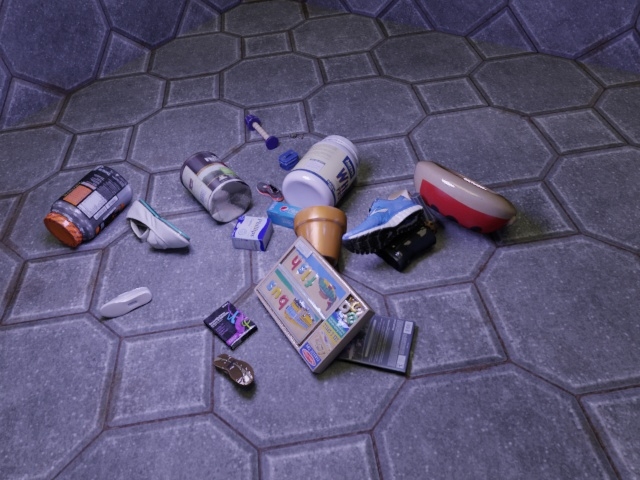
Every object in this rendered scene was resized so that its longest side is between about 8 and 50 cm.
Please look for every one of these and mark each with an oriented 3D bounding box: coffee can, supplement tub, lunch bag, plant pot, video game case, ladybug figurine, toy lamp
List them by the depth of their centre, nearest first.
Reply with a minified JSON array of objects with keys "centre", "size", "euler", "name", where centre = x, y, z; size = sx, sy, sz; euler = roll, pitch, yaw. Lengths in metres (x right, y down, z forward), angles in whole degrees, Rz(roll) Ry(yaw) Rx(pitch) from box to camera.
[{"centre":[0.162,0.327,1.622],"size":[0.274,0.026,0.196],"euler":[8,48,16],"name":"video game case"},{"centre":[0.000,0.000,1.850],"size":[0.205,0.205,0.188],"euler":[-2,61,4],"name":"plant pot"},{"centre":[0.543,-0.161,1.904],"size":[0.449,0.162,0.305],"euler":[37,20,34],"name":"ladybug figurine"},{"centre":[0.012,-0.273,2.066],"size":[0.235,0.235,0.325],"euler":[18,51,22],"name":"supplement tub"},{"centre":[-0.984,-0.146,2.084],"size":[0.207,0.207,0.338],"euler":[16,50,21],"name":"supplement tub"},{"centre":[-0.453,-0.234,2.109],"size":[0.201,0.201,0.275],"euler":[-32,51,-22],"name":"coffee can"},{"centre":[-0.153,-0.381,2.307],"size":[0.067,0.065,0.098],"euler":[33,58,32],"name":"lunch bag"},{"centre":[-0.307,-0.558,2.489],"size":[0.080,0.080,0.275],"euler":[-25,49,-17],"name":"toy lamp"}]

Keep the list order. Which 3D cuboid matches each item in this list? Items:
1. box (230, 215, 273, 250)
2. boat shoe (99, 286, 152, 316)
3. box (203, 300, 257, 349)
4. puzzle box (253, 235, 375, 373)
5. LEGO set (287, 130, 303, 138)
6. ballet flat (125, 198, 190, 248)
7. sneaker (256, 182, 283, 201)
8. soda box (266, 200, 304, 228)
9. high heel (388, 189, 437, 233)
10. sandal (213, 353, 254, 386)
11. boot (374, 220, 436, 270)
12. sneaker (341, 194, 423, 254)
[{"centre":[-0.275,-0.030,1.982],"size":[0.137,0.072,0.126],"euler":[6,48,12],"name":"box"},{"centre":[-0.719,0.221,1.805],"size":[0.184,0.066,0.063],"euler":[-27,35,-15],"name":"boat shoe"},{"centre":[-0.316,0.293,1.708],"size":[0.162,0.029,0.116],"euler":[31,57,32],"name":"box"},{"centre":[-0.037,0.204,1.652],"size":[0.272,0.052,0.409],"euler":[-50,52,6],"name":"puzzle box"},{"centre":[-0.127,-0.528,2.480],"size":[0.083,0.023,0.054],"euler":[30,57,14],"name":"LEGO set"},{"centre":[-0.680,-0.041,2.021],"size":[0.139,0.139,0.400],"euler":[-37,49,-26],"name":"ballet flat"},{"centre":[-0.226,-0.233,2.174],"size":[0.158,0.065,0.061],"euler":[29,56,29],"name":"sneaker"},{"centre":[-0.113,-0.095,2.025],"size":[0.210,0.071,0.067],"euler":[16,50,21],"name":"soda box"},{"centre":[0.371,-0.111,2.000],"size":[0.093,0.186,0.261],"euler":[-36,18,-11],"name":"high heel"},{"centre":[-0.274,0.420,1.574],"size":[0.180,0.049,0.072],"euler":[16,43,40],"name":"sandal"},{"centre":[0.297,-0.018,1.883],"size":[0.207,0.094,0.246],"euler":[-37,59,-21],"name":"boot"},{"centre":[0.213,-0.065,1.802],"size":[0.330,0.130,0.147],"euler":[-27,52,-19],"name":"sneaker"}]
